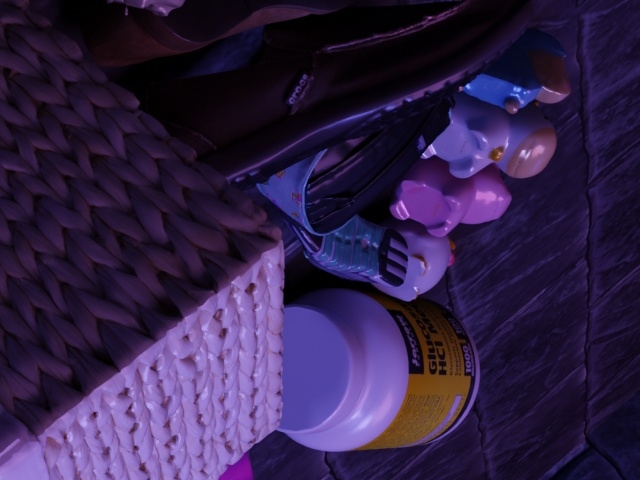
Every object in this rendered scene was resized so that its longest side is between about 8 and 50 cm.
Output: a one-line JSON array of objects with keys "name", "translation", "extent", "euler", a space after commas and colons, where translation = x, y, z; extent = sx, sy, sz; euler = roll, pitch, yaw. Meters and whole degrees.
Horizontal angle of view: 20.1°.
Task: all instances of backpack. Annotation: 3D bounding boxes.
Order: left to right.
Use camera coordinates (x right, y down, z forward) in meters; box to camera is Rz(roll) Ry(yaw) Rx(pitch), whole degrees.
[{"name": "backpack", "translation": [0.014, -0.105, 1.649], "extent": [0.188, 0.144, 0.166], "euler": [-53, 160, -14]}]

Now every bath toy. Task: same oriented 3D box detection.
[{"name": "bath toy", "translation": [0.153, -0.076, 1.980], "extent": [0.348, 0.151, 0.129], "euler": [-62, -178, 42]}]

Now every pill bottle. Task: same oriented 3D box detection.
[{"name": "pill bottle", "translation": [0.045, 0.151, 2.110], "extent": [0.188, 0.188, 0.334], "euler": [-49, 158, 15]}]

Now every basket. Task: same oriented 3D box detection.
[{"name": "basket", "translation": [-0.219, 0.049, 1.303], "extent": [0.266, 0.328, 0.331], "euler": [-40, 158, -20]}]

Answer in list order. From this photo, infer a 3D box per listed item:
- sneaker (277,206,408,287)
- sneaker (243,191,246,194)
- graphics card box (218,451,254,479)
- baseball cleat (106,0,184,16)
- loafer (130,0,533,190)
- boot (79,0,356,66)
[{"name": "sneaker", "translation": [0.000, 0.000, 1.919], "extent": [0.223, 0.098, 0.083], "euler": [35, 59, -48]}, {"name": "sneaker", "translation": [-0.142, -0.008, 1.582], "extent": [0.232, 0.115, 0.090], "euler": [-29, 133, -41]}, {"name": "graphics card box", "translation": [-0.182, 0.208, 1.661], "extent": [0.232, 0.094, 0.371], "euler": [-22, 112, -34]}, {"name": "baseball cleat", "translation": [-0.164, -0.217, 1.205], "extent": [0.206, 0.072, 0.109], "euler": [13, 90, -51]}, {"name": "loafer", "translation": [0.002, -0.145, 1.495], "extent": [0.365, 0.130, 0.134], "euler": [-24, 177, -8]}, {"name": "boot", "translation": [-0.069, -0.209, 1.432], "extent": [0.115, 0.112, 0.305], "euler": [-21, -176, 43]}]
